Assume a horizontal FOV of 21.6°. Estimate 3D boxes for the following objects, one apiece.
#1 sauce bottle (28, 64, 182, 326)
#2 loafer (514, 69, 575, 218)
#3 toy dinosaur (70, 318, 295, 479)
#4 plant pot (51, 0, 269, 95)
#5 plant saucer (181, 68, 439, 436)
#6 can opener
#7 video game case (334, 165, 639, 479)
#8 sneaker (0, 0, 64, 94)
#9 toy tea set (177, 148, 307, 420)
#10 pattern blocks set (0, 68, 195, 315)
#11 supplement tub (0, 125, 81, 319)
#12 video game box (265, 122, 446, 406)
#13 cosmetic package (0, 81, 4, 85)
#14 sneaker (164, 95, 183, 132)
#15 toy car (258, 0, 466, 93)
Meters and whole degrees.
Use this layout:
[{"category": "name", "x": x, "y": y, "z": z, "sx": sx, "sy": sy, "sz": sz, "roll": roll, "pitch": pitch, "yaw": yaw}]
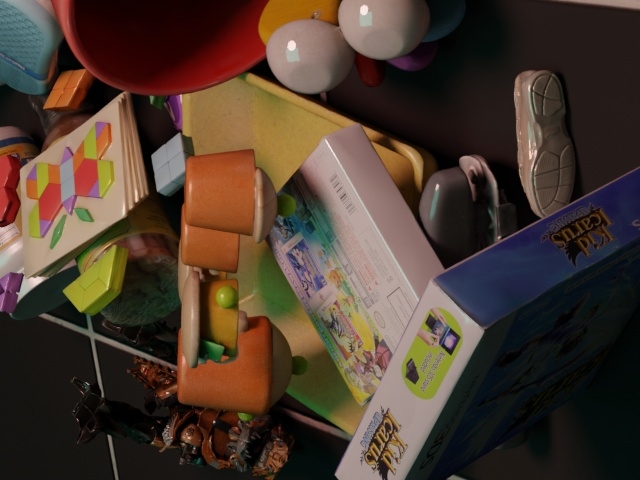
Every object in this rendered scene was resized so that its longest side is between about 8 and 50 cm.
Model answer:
[{"category": "sauce bottle", "x": -0.239, "y": -0.059, "z": 1.810, "sx": 0.344, "sy": 0.111, "sz": 0.111, "roll": -120, "pitch": 33, "yaw": -41}, {"category": "loafer", "x": 0.184, "y": -0.081, "z": 1.398, "sx": 0.039, "sy": 0.045, "sz": 0.125, "roll": -159, "pitch": 61, "yaw": -64}, {"category": "toy dinosaur", "x": -0.151, "y": 0.186, "z": 1.844, "sx": 0.322, "sy": 0.218, "sz": 0.164, "roll": -14, "pitch": 53, "yaw": 53}, {"category": "plant pot", "x": -0.154, "y": -0.309, "z": 1.525, "sx": 0.243, "sy": 0.275, "sz": 0.275, "roll": 53, "pitch": 142, "yaw": 34}, {"category": "plant saucer", "x": 0.000, "y": 0.000, "z": 1.628, "sx": 0.333, "sy": 0.081, "sz": 0.333, "roll": 29, "pitch": 129, "yaw": 40}, {"category": "can opener", "x": 0.136, "y": 0.055, "z": 1.483, "sx": 0.074, "sy": 0.093, "sz": 0.280, "roll": -132, "pitch": 30, "yaw": -62}, {"category": "video game case", "x": 0.156, "y": 0.079, "z": 1.319, "sx": 0.061, "sy": 0.269, "sz": 0.244, "roll": 46, "pitch": 139, "yaw": 22}, {"category": "sneaker", "x": -0.287, "y": -0.280, "z": 1.789, "sx": 0.127, "sy": 0.208, "sz": 0.319, "roll": 33, "pitch": 164, "yaw": -14}, {"category": "toy tea set", "x": -0.065, "y": 0.041, "z": 1.531, "sx": 0.336, "sy": 0.124, "sz": 0.200, "roll": 109, "pitch": 162, "yaw": -71}, {"category": "pattern blocks set", "x": -0.249, "y": -0.055, "z": 1.715, "sx": 0.325, "sy": 0.026, "sz": 0.285, "roll": -44, "pitch": 48, "yaw": 27}, {"category": "supplement tub", "x": -0.367, "y": -0.020, "z": 2.013, "sx": 0.199, "sy": 0.144, "sz": 0.144, "roll": 56, "pitch": 142, "yaw": 13}, {"category": "video game box", "x": 0.035, "y": 0.026, "z": 1.478, "sx": 0.205, "sy": 0.048, "sz": 0.187, "roll": 61, "pitch": 148, "yaw": 9}, {"category": "cosmetic package", "x": -0.512, "y": -0.377, "z": 1.852, "sx": 0.327, "sy": 0.329, "sz": 0.393, "roll": 53, "pitch": 142, "yaw": 20}, {"category": "sneaker", "x": -0.177, "y": -0.184, "z": 1.756, "sx": 0.068, "sy": 0.071, "sz": 0.170, "roll": -34, "pitch": 82, "yaw": 53}, {"category": "toy car", "x": 0.043, "y": -0.193, "z": 1.434, "sx": 0.182, "sy": 0.159, "sz": 0.136, "roll": -23, "pitch": 135, "yaw": 31}]
